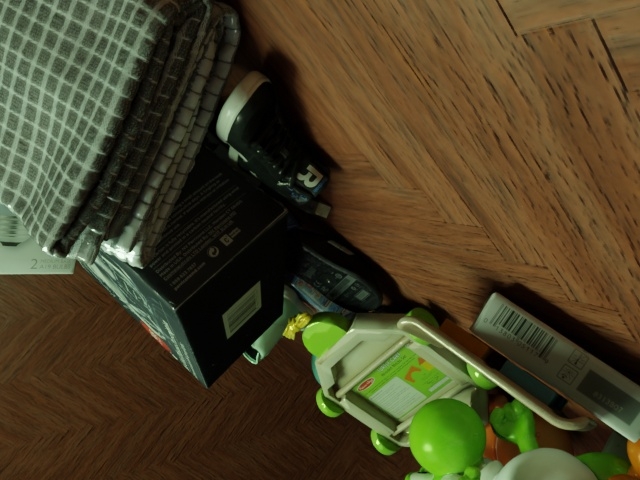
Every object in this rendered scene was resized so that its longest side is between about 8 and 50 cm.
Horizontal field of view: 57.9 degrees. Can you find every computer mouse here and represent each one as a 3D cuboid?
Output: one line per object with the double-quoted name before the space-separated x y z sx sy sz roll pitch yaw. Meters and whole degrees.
"computer mouse" 0.000 0.000 0.863 0.262 0.060 0.184 29 142 -2

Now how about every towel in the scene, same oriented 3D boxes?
"towel" -0.235 -0.140 0.552 0.235 0.284 0.121 31 -168 19

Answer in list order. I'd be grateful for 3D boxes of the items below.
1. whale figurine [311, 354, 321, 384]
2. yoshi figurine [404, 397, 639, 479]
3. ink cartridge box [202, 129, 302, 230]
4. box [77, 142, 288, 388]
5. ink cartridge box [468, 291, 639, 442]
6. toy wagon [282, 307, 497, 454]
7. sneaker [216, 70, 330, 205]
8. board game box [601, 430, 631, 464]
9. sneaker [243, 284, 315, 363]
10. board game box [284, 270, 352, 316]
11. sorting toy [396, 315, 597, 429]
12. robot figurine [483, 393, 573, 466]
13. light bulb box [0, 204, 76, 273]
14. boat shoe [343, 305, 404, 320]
"whale figurine" 0.032 0.306 1.508 0.216 0.141 0.272 28 161 36
"yoshi figurine" 0.243 0.288 0.750 0.203 0.203 0.362 35 146 -28
"ink cartridge box" -0.191 -0.095 0.949 0.311 0.065 0.186 43 151 -23
"box" -0.220 0.004 0.814 0.312 0.179 0.343 40 156 16
"ink cartridge box" 0.268 0.138 0.685 0.189 0.066 0.232 34 -175 15
"toy wagon" 0.101 0.205 0.917 0.344 0.068 0.267 36 127 -7
"sneaker" -0.039 -0.101 0.631 0.121 0.079 0.217 35 173 0
"board game box" 0.513 0.404 0.763 0.303 0.097 0.224 26 160 35
"sneaker" -0.095 0.170 1.136 0.094 0.151 0.256 30 169 21
"board game box" -0.021 0.097 1.162 0.194 0.060 0.194 43 167 -30
"sorting toy" 0.205 0.146 0.652 0.208 0.038 0.193 30 179 32
"robot figurine" 0.323 0.335 0.944 0.128 0.158 0.219 9 168 -10
"light bulb box" -0.578 -0.149 0.938 0.225 0.361 0.358 25 -165 39
"boat shoe" 0.181 0.248 1.030 0.340 0.127 0.158 37 157 -5
